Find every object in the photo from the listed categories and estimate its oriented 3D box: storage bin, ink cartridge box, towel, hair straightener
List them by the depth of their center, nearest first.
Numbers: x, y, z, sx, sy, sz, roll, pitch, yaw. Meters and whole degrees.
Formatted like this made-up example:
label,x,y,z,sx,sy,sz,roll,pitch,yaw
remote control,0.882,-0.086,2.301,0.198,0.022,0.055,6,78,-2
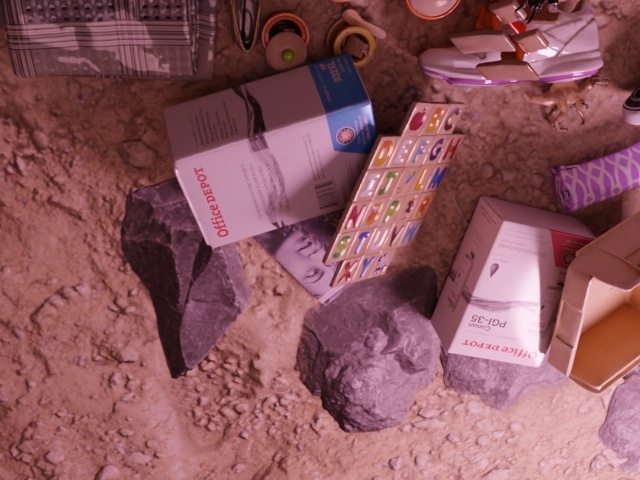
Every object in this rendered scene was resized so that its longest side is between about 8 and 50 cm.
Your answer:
label,x,y,z,sx,sy,sz,roll,pitch,yaw
hair straightener,0.329,-0.366,1.231,0.047,0.230,0.089,1,127,39
towel,-0.308,-0.385,1.299,0.324,0.056,0.312,-2,117,-10
ink cartridge box,-0.069,-0.138,1.391,0.307,0.129,0.223,-17,143,-2
storage bin,0.551,0.107,1.587,0.260,0.123,0.262,-28,137,-28
ink cartridge box,0.356,0.081,1.625,0.207,0.117,0.283,11,114,-16

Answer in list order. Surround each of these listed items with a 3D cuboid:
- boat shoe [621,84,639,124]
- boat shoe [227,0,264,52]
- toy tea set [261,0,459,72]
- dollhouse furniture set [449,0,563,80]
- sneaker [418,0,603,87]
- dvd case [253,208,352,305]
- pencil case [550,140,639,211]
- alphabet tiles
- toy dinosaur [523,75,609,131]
label,x,y,z,sx,sy,sz,roll,pitch,yaw
boat shoe,0.636,-0.310,1.481,0.301,0.108,0.102,-31,118,4
boat shoe,-0.112,-0.380,1.326,0.068,0.072,0.190,-8,118,-6
toy tea set,0.066,-0.362,1.338,0.336,0.124,0.200,-42,116,12
dollhouse furniture set,0.247,-0.401,1.280,0.259,0.135,0.262,34,70,-43
sneaker,0.306,-0.328,1.428,0.305,0.114,0.152,-6,100,-7
dvd case,0.000,0.000,1.575,0.164,0.018,0.221,-39,117,10
pencil case,0.517,-0.121,1.573,0.206,0.086,0.088,-19,95,-2
alphabet tiles,0.129,-0.076,1.457,0.285,0.011,0.342,-10,129,-54
toy dinosaur,0.411,-0.239,1.508,0.183,0.053,0.092,-16,114,-21
